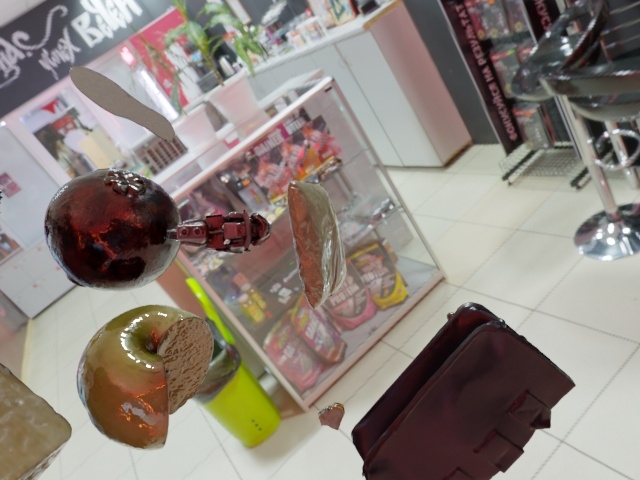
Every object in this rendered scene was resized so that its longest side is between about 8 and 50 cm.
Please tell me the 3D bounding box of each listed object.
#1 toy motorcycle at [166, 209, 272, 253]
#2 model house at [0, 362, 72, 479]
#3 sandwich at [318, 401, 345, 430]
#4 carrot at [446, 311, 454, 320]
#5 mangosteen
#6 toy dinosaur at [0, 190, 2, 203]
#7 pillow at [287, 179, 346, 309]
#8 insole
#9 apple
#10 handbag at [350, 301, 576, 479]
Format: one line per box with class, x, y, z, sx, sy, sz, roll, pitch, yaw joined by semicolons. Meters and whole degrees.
toy motorcycle;-0.187;-0.014;1.030;0.213;0.082;0.122;-3;-4;-29
model house;-0.656;0.374;0.763;0.382;0.335;0.342;-50;1;18
sandwich;0.040;0.634;1.918;0.035;0.093;0.104;-77;8;-70
carrot;0.426;0.274;1.674;0.032;0.093;0.032;-12;-17;-4
mangosteen;-0.493;0.000;1.267;0.306;0.306;0.359;-72;3;-56
toy dinosaur;-0.666;-0.096;1.048;0.055;0.154;0.049;-15;-10;33
pillow;0.000;-0.001;1.203;0.076;0.274;0.281;-11;1;14
insole;-0.288;-0.201;0.784;0.004;0.197;0.065;-25;65;22
apple;-0.380;0.282;1.114;0.295;0.233;0.257;-70;-1;-51
handbag;0.237;0.289;0.862;0.325;0.269;0.118;-49;20;7
